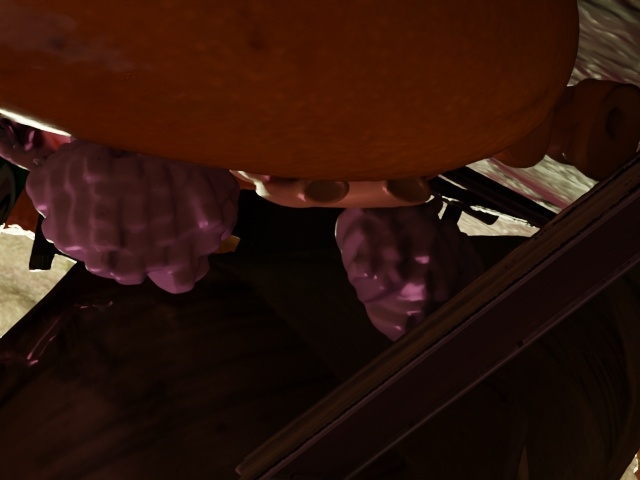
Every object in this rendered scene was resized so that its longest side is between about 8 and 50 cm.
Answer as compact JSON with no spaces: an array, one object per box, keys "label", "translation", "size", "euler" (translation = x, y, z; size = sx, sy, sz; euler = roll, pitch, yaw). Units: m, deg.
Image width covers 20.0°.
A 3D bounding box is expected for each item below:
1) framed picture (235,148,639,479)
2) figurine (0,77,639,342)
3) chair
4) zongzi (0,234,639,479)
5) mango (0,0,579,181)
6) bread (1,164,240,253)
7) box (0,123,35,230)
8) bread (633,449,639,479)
[{"label":"framed picture","translation":[0.058,0.015,0.506],"size":[0.011,0.183,0.142],"euler":[53,-177,12]},{"label":"figurine","translation":[-0.016,-0.044,0.554],"size":[0.174,0.116,0.240],"euler":[15,-170,-43]},{"label":"chair","translation":[0.000,0.000,0.966],"size":[0.260,0.154,0.141],"euler":[25,178,-29]},{"label":"zongzi","translation":[-0.069,0.185,0.853],"size":[0.467,0.500,0.218],"euler":[-1,-122,-55]},{"label":"mango","translation":[-0.049,-0.078,0.373],"size":[0.253,0.113,0.138],"euler":[20,177,-33]},{"label":"bread","translation":[-0.093,-0.030,1.223],"size":[0.288,0.152,0.119],"euler":[27,-177,15]},{"label":"box","translation":[-0.203,-0.056,0.759],"size":[0.180,0.250,0.103],"euler":[27,172,7]},{"label":"bread","translation":[0.237,0.130,0.953],"size":[0.127,0.152,0.147],"euler":[-14,-159,-27]}]
